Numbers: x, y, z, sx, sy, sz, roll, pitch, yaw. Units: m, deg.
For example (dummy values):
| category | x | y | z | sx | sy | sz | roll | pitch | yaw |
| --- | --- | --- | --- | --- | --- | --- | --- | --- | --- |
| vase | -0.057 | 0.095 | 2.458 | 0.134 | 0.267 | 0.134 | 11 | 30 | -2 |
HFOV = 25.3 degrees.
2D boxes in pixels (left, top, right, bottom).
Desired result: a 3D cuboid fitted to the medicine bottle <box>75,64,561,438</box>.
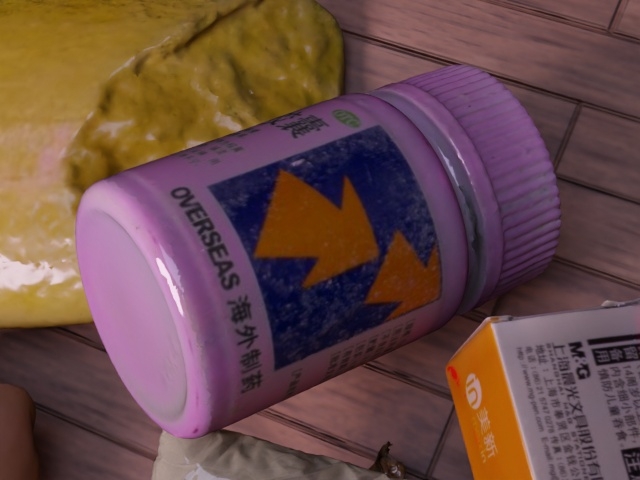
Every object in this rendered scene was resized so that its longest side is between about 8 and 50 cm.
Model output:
| category | x | y | z | sx | sy | sz | roll | pitch | yaw |
| --- | --- | --- | --- | --- | --- | --- | --- | --- | --- |
| medicine bottle | 0.000 | 0.000 | 0.960 | 0.291 | 0.178 | 0.178 | -22 | 64 | -25 |

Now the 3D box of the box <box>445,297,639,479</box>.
| category | x | y | z | sx | sy | sz | roll | pitch | yaw |
| --- | --- | --- | --- | --- | --- | --- | --- | --- | --- |
| box | 0.219 | 0.172 | 0.905 | 0.221 | 0.091 | 0.273 | -3 | 67 | -18 |

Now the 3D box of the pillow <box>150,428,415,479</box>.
| category | x | y | z | sx | sy | sz | roll | pitch | yaw |
| --- | --- | --- | --- | --- | --- | --- | --- | --- | --- |
| pillow | -0.006 | 0.282 | 0.929 | 0.274 | 0.076 | 0.280 | 15 | 85 | 1 |

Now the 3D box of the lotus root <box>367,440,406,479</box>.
| category | x | y | z | sx | sy | sz | roll | pitch | yaw |
| --- | --- | --- | --- | --- | --- | --- | --- | --- | --- |
| lotus root | 0.009 | 0.208 | 1.003 | 0.073 | 0.062 | 0.150 | 42 | 89 | 23 |

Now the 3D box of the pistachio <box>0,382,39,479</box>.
| category | x | y | z | sx | sy | sz | roll | pitch | yaw |
| --- | --- | --- | --- | --- | --- | --- | --- | --- | --- |
| pistachio | -0.339 | 0.183 | 0.996 | 0.230 | 0.230 | 0.309 | 28 | 39 | 21 |

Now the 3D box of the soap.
| category | x | y | z | sx | sy | sz | roll | pitch | yaw |
| --- | --- | --- | --- | --- | --- | --- | --- | --- | --- |
| soap | -0.201 | -0.076 | 1.124 | 0.427 | 0.115 | 0.306 | -2 | 69 | 13 |
